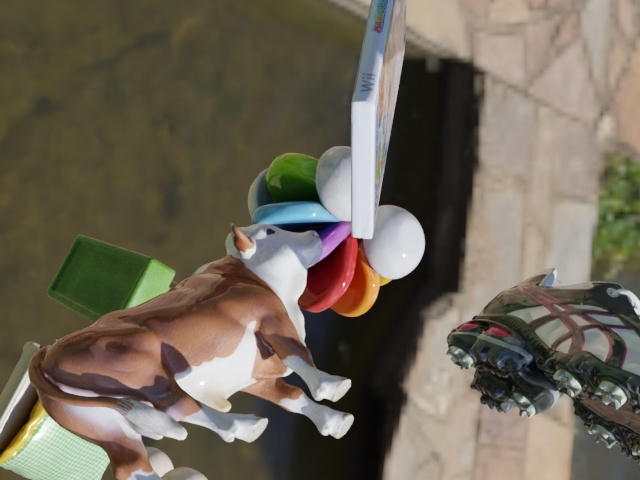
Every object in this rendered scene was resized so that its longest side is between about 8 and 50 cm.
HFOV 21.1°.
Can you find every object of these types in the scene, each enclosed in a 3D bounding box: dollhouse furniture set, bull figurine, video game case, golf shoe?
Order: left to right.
[{"bbox_3d":[-0.252,0.174,2.058,0.197,0.151,0.302,35,79,-45],"label":"dollhouse furniture set"},{"bbox_3d":[-0.080,0.090,1.337,0.310,0.188,0.101,-27,145,-44],"label":"bull figurine"},{"bbox_3d":[0.027,-0.074,0.764,0.087,0.011,0.122,89,9,-50],"label":"video game case"},{"bbox_3d":[0.213,0.083,1.270,0.120,0.273,0.105,-46,126,-19],"label":"golf shoe"}]

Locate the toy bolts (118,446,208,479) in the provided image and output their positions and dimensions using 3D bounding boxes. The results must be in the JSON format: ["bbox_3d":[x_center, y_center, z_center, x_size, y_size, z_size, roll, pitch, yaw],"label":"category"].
[{"bbox_3d":[-0.135,0.306,1.792,0.218,0.228,0.159,10,89,-37],"label":"toy bolts"}]

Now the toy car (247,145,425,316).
[{"bbox_3d":[0.000,0.000,1.738,0.182,0.159,0.136,52,52,-22],"label":"toy car"}]
